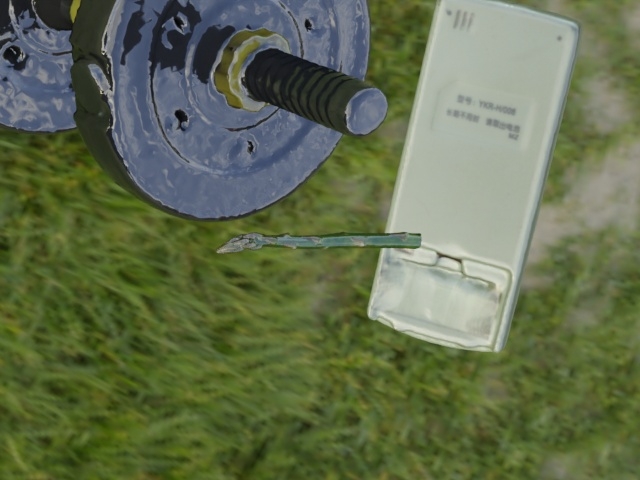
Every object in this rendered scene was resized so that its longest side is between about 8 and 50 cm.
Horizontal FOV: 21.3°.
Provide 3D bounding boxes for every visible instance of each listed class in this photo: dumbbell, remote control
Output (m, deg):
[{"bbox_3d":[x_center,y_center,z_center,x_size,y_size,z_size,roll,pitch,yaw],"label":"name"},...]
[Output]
[{"bbox_3d":[-0.085,-0.099,0.773,0.143,0.325,0.143,-18,119,-35],"label":"dumbbell"},{"bbox_3d":[0.122,-0.052,1.368,0.038,0.123,0.285,-33,135,-73],"label":"remote control"}]

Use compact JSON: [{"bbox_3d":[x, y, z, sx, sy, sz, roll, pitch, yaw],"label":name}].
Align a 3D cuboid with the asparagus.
[{"bbox_3d":[0.000,0.000,1.165,0.163,0.016,0.016,0,119,-32],"label":"asparagus"}]
